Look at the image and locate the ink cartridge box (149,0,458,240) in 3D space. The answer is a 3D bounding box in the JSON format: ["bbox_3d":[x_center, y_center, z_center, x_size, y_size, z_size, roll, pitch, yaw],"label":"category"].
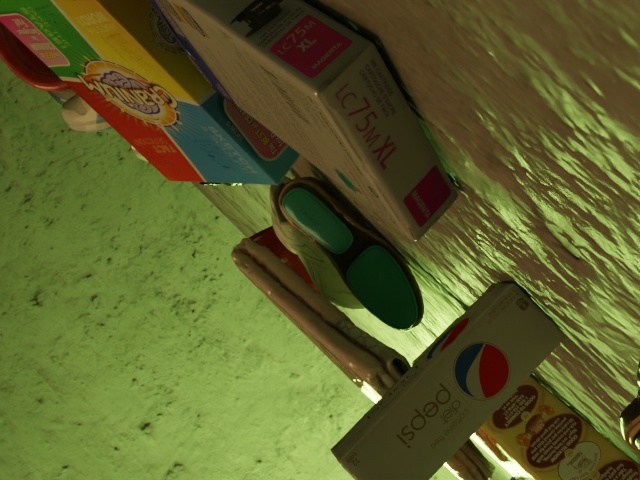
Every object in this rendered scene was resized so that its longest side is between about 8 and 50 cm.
[{"bbox_3d":[-0.034,-0.138,0.881,0.311,0.065,0.186,37,170,41],"label":"ink cartridge box"}]

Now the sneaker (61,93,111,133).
[{"bbox_3d":[-0.238,-0.202,1.330,0.092,0.228,0.087,53,-144,-26],"label":"sneaker"}]

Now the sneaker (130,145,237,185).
[{"bbox_3d":[-0.133,-0.121,1.522,0.163,0.086,0.226,11,-173,29],"label":"sneaker"}]

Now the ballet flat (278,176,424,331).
[{"bbox_3d":[0.047,0.008,1.325,0.232,0.080,0.073,49,-158,-3],"label":"ballet flat"}]

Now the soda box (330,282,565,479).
[{"bbox_3d":[0.110,0.135,0.956,0.069,0.216,0.074,45,174,-2],"label":"soda box"}]

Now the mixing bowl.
[{"bbox_3d":[-0.030,0.033,1.768,0.181,0.098,0.181,46,175,6],"label":"mixing bowl"}]

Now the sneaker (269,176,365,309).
[{"bbox_3d":[0.000,0.000,1.431,0.232,0.090,0.115,41,169,32],"label":"sneaker"}]

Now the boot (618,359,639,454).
[{"bbox_3d":[0.236,0.141,0.628,0.137,0.076,0.198,67,-173,31],"label":"boot"}]

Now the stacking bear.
[{"bbox_3d":[-0.298,-0.246,1.525,0.164,0.175,0.289,70,-168,15],"label":"stacking bear"}]

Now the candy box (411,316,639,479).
[{"bbox_3d":[0.257,0.239,1.243,0.316,0.087,0.183,42,173,43],"label":"candy box"}]

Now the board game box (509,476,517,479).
[{"bbox_3d":[0.378,0.459,1.460,0.291,0.141,0.232,40,175,-12],"label":"board game box"}]

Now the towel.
[{"bbox_3d":[0.057,0.156,1.381,0.317,0.053,0.332,37,171,46],"label":"towel"}]

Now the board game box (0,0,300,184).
[{"bbox_3d":[-0.190,-0.184,1.129,0.316,0.064,0.242,45,159,-29],"label":"board game box"}]
